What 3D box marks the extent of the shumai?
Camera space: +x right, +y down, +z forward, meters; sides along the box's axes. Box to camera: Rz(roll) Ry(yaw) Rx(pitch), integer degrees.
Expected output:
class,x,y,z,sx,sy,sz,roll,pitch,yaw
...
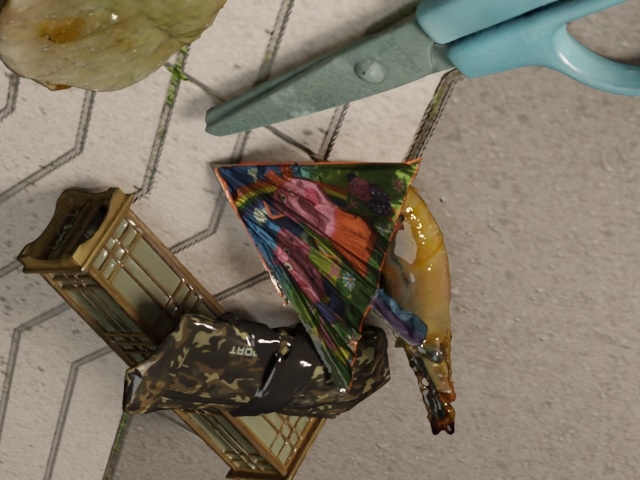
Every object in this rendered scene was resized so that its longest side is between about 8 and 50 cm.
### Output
class,x,y,z,sx,sy,sz,roll,pitch,yaw
shumai,-0.161,-0.200,1.358,0.120,0.201,0.201,58,157,28

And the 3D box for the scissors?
class,x,y,z,sx,sy,sz,roll,pitch,yaw
scissors,0.066,-0.135,1.384,0.447,0.029,0.192,-16,128,43

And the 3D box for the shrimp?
class,x,y,z,sx,sy,sz,roll,pitch,yaw
shrimp,0.064,0.043,1.598,0.117,0.066,0.262,20,135,38

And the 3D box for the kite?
class,x,y,z,sx,sy,sz,roll,pitch,yaw
kite,0.000,0.000,1.562,0.234,0.016,0.321,40,145,18

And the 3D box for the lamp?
class,x,y,z,sx,sy,sz,roll,pitch,yaw
lamp,-0.126,0.090,1.742,0.090,0.089,0.325,-1,139,45

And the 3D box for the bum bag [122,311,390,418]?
class,x,y,z,sx,sy,sz,roll,pitch,yaw
bum bag,-0.049,0.110,1.680,0.248,0.069,0.102,1,145,-30
